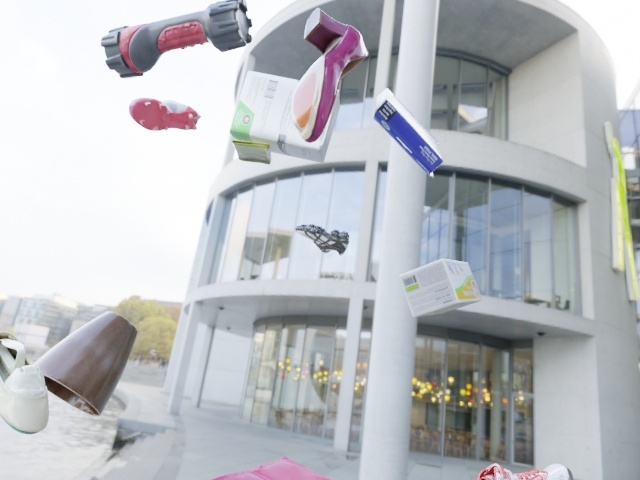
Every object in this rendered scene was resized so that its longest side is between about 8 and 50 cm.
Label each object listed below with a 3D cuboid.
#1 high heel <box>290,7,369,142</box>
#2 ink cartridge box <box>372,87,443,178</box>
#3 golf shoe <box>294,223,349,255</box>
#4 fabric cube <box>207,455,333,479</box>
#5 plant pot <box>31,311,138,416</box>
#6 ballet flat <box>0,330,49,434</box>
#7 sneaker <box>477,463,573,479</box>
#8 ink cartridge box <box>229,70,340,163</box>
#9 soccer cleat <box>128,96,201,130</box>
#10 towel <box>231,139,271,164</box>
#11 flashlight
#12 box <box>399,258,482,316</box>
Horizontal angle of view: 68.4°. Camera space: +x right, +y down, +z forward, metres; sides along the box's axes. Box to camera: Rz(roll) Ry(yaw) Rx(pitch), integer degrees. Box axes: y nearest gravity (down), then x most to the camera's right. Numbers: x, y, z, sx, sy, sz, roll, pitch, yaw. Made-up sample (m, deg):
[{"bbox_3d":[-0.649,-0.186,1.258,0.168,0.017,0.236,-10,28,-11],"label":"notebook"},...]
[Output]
[{"bbox_3d":[0.043,-0.355,1.073,0.181,0.377,0.127,23,-28,-32],"label":"high heel"},{"bbox_3d":[0.230,-0.285,1.223,0.223,0.224,0.045,42,-63,-15],"label":"ink cartridge box"},{"bbox_3d":[0.000,0.000,1.642,0.198,0.093,0.077,15,22,14],"label":"golf shoe"},{"bbox_3d":[-0.030,0.458,0.580,0.258,0.254,0.259,14,-9,25],"label":"fabric cube"},{"bbox_3d":[-0.613,0.314,1.276,0.215,0.230,0.215,18,-38,15],"label":"plant pot"},{"bbox_3d":[-0.559,0.248,0.866,0.248,0.086,0.086,30,-3,36],"label":"ballet flat"},{"bbox_3d":[0.450,0.544,1.050,0.270,0.145,0.090,-27,-19,-36],"label":"sneaker"},{"bbox_3d":[-0.103,-0.377,1.451,0.289,0.211,0.121,14,-9,9],"label":"ink cartridge box"},{"bbox_3d":[-0.422,-0.338,1.246,0.095,0.083,0.248,31,20,18],"label":"soccer cleat"},{"bbox_3d":[-0.194,-0.251,1.354,0.102,0.021,0.237,4,-1,-5],"label":"towel"},{"bbox_3d":[-0.290,-0.402,0.954,0.304,0.103,0.103,-2,-47,17],"label":"flashlight"},{"bbox_3d":[0.291,0.113,1.120,0.114,0.103,0.203,-25,-18,28],"label":"box"}]
